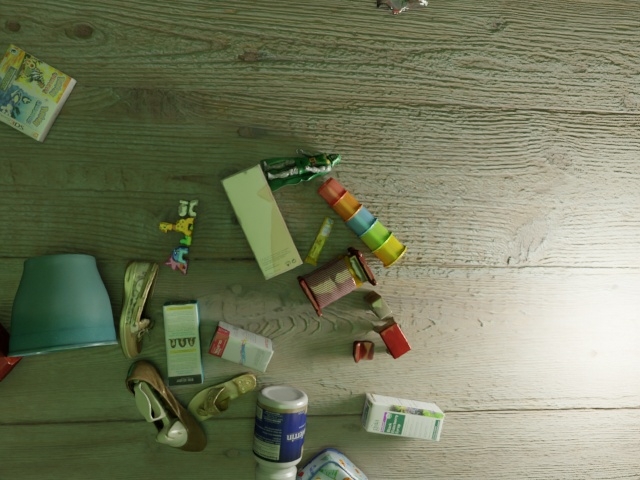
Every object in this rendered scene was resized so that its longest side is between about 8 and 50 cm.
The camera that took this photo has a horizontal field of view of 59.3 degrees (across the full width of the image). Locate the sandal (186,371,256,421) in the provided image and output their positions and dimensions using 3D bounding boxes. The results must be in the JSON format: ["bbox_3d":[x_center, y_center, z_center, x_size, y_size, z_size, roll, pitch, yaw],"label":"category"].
[{"bbox_3d":[-0.304,0.480,1.692,0.240,0.079,0.088,-30,98,-4],"label":"sandal"}]

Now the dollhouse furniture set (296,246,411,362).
[{"bbox_3d":[0.108,0.223,1.686,0.201,0.152,0.374,-31,98,-4],"label":"dollhouse furniture set"}]

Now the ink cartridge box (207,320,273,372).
[{"bbox_3d":[-0.234,0.314,1.663,0.175,0.127,0.072,22,93,-8],"label":"ink cartridge box"}]

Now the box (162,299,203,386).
[{"bbox_3d":[-0.407,0.305,1.674,0.101,0.060,0.244,-3,95,-7],"label":"box"}]

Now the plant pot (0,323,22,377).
[{"bbox_3d":[-0.977,0.322,1.517,0.236,0.267,0.267,-37,98,-15],"label":"plant pot"}]

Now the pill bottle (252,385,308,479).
[{"bbox_3d":[-0.124,0.586,1.687,0.153,0.153,0.264,5,95,-8],"label":"pill bottle"}]

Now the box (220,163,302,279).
[{"bbox_3d":[-0.173,-0.055,1.633,0.121,0.148,0.311,-24,98,-5],"label":"box"}]

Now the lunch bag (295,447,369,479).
[{"bbox_3d":[0.038,0.811,1.748,0.243,0.115,0.303,-44,99,0],"label":"lunch bag"}]

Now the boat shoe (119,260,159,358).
[{"bbox_3d":[-0.524,0.203,1.629,0.089,0.104,0.285,4,93,-5],"label":"boat shoe"}]

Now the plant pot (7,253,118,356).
[{"bbox_3d":[-0.707,0.173,1.536,0.272,0.271,0.255,-7,81,-7],"label":"plant pot"}]

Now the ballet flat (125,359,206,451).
[{"bbox_3d":[-0.463,0.510,1.648,0.116,0.124,0.342,-28,99,13],"label":"ballet flat"}]

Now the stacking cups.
[{"bbox_3d":[0.121,-0.061,1.708,0.096,0.096,0.316,-44,93,-2],"label":"stacking cups"}]

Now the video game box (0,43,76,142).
[{"bbox_3d":[-0.821,-0.410,1.571,0.187,0.048,0.205,29,91,-11],"label":"video game box"}]

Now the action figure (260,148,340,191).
[{"bbox_3d":[-0.051,-0.223,1.664,0.232,0.063,0.137,-13,56,-14],"label":"action figure"}]

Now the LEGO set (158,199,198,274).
[{"bbox_3d":[-0.422,-0.015,1.634,0.093,0.087,0.227,10,92,-8],"label":"LEGO set"}]

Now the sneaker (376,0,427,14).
[{"bbox_3d":[0.241,-0.711,1.686,0.158,0.061,0.064,7,121,-7],"label":"sneaker"}]

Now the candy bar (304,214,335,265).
[{"bbox_3d":[0.000,0.000,1.723,0.040,0.018,0.161,24,91,-12],"label":"candy bar"}]

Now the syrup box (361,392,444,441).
[{"bbox_3d":[0.254,0.554,1.762,0.237,0.096,0.093,11,93,-9],"label":"syrup box"}]
